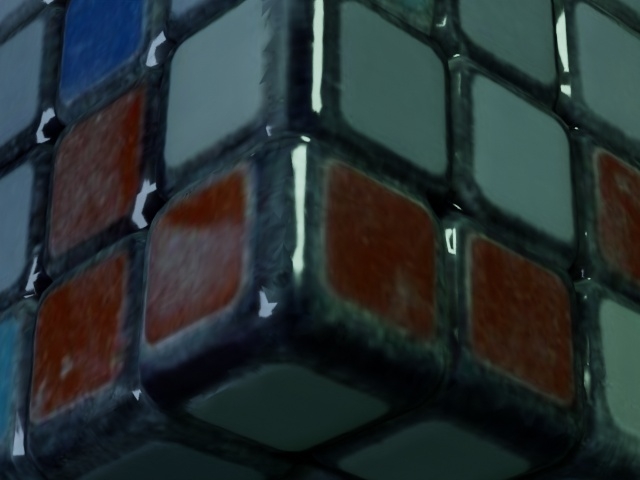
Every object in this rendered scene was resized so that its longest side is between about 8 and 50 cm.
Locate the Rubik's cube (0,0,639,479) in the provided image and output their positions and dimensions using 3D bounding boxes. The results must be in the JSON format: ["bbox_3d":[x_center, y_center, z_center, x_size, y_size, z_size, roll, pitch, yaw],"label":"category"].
[{"bbox_3d":[0.000,0.000,0.687,0.287,0.293,0.292,-29,47,39],"label":"Rubik's cube"}]
